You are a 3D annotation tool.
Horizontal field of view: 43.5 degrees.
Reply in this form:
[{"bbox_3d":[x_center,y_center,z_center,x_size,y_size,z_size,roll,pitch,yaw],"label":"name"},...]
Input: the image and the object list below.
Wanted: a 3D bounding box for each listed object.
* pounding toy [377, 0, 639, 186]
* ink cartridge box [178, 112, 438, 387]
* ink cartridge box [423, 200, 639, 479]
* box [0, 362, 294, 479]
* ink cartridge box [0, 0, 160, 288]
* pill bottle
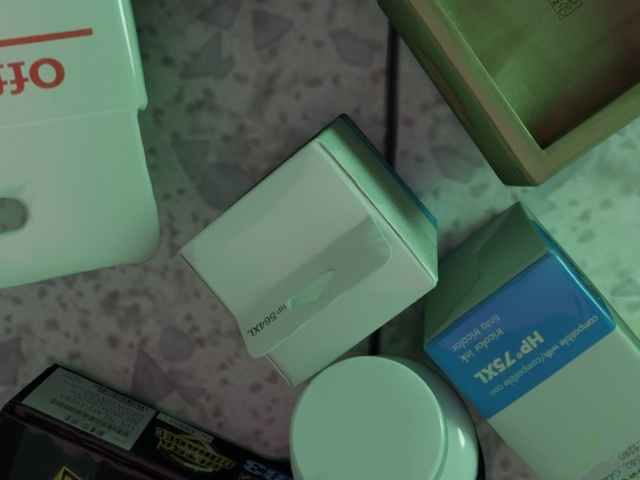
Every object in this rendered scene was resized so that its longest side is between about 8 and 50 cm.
[{"bbox_3d":[0.132,-0.159,0.399,0.206,0.094,0.181,-35,91,5],"label":"pounding toy"},{"bbox_3d":[0.000,0.000,0.423,0.092,0.143,0.090,-39,96,14],"label":"ink cartridge box"},{"bbox_3d":[0.156,0.098,0.430,0.078,0.134,0.231,-39,95,14],"label":"ink cartridge box"},{"bbox_3d":[-0.108,0.273,0.544,0.293,0.073,0.296,25,106,2],"label":"box"},{"bbox_3d":[-0.207,-0.152,0.400,0.207,0.119,0.354,-10,102,-11],"label":"ink cartridge box"},{"bbox_3d":[0.037,0.113,0.423,0.094,0.169,0.094,-5,68,11],"label":"pill bottle"}]
